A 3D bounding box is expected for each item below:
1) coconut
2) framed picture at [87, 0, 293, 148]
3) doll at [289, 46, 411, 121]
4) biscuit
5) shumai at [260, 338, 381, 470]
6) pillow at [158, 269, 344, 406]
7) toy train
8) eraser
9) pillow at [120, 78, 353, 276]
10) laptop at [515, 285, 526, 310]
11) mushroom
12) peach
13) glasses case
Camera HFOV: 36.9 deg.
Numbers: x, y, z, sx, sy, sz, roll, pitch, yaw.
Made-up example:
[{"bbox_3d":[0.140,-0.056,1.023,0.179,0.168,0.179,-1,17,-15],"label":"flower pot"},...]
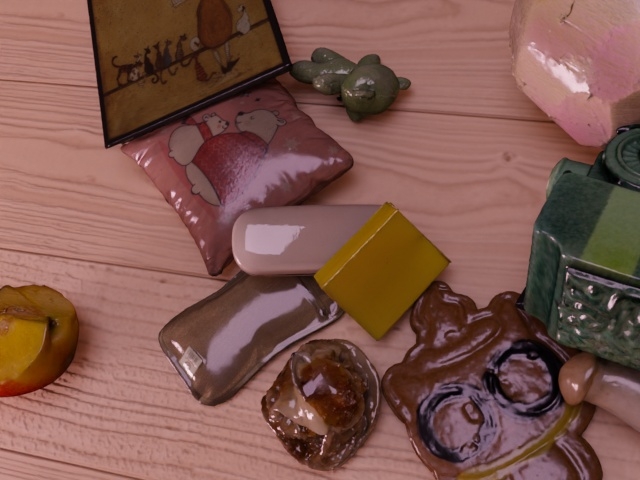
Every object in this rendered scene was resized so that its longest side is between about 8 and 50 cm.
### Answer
[{"bbox_3d":[0.329,-0.210,1.032,0.227,0.227,0.230,-39,64,-2],"label":"coconut"},{"bbox_3d":[-0.187,-0.286,1.278,0.255,0.014,0.339,-22,50,7],"label":"framed picture"},{"bbox_3d":[0.034,-0.197,1.200,0.115,0.078,0.150,-25,43,-37],"label":"doll"},{"bbox_3d":[0.183,0.162,1.018,0.208,0.041,0.290,-32,64,0],"label":"biscuit"},{"bbox_3d":[-0.005,0.161,1.029,0.145,0.116,0.146,-6,68,15],"label":"shumai"},{"bbox_3d":[-0.080,0.091,1.125,0.217,0.033,0.130,-38,71,-3],"label":"pillow"},{"bbox_3d":[0.348,0.021,0.926,0.299,0.167,0.238,20,50,24],"label":"toy train"},{"bbox_3d":[0.069,0.034,1.066,0.122,0.097,0.045,-45,20,0],"label":"eraser"},{"bbox_3d":[-0.106,-0.101,1.183,0.223,0.084,0.236,-39,62,-1],"label":"pillow"},{"bbox_3d":[0.316,0.063,0.997,0.197,0.016,0.135,22,43,22],"label":"laptop"},{"bbox_3d":[0.356,0.193,0.921,0.118,0.103,0.270,-23,50,-34],"label":"mushroom"},{"bbox_3d":[-0.357,0.129,1.145,0.151,0.118,0.151,1,32,-1],"label":"peach"},{"bbox_3d":[0.000,0.000,1.105,0.204,0.051,0.081,0,77,-5],"label":"glasses case"}]
